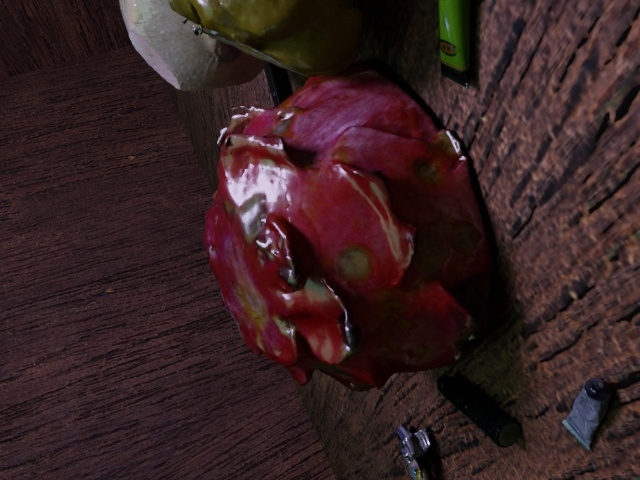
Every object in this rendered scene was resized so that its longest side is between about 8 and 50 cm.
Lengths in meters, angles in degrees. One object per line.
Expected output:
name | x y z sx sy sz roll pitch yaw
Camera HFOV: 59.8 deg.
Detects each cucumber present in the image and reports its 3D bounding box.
cucumber | 0.174 0.189 0.639 0.133 0.032 0.032 -149 40 -67

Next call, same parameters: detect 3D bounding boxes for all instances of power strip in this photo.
power strip | -0.070 -0.258 0.912 0.038 0.029 0.111 -147 39 -66

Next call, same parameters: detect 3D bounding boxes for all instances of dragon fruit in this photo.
dragon fruit | 0.000 0.000 0.633 0.387 0.248 0.371 68 161 -4

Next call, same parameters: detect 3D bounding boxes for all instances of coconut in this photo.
coconut | -0.147 -0.314 0.736 0.227 0.227 0.230 86 158 -49

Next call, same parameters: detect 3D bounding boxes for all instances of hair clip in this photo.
hair clip | 0.160 0.357 0.917 0.172 0.049 0.116 75 180 -53

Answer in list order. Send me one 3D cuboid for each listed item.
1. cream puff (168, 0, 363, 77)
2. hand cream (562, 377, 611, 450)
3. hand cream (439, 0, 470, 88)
cream puff | -0.030 -0.250 0.512 0.221 0.194 0.195 -117 11 -67
hand cream | 0.218 0.139 0.452 0.030 0.019 0.093 54 166 40
hand cream | 0.101 -0.176 0.418 0.036 0.023 0.122 49 159 45
